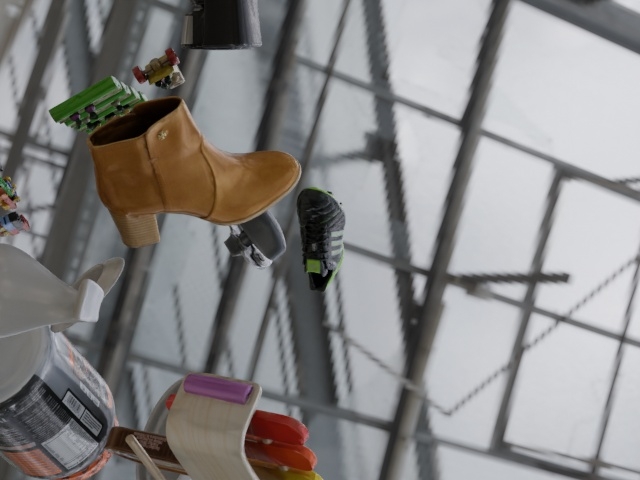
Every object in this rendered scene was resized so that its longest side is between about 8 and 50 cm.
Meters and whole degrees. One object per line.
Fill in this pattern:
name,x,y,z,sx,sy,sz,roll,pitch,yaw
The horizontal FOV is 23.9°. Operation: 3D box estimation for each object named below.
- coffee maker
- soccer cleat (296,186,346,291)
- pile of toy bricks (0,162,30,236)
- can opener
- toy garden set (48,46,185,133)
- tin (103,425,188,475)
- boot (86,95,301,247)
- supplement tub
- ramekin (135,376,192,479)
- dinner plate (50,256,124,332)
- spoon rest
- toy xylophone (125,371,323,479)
coffee maker,-0.139,-0.382,2.321,0.171,0.120,0.178,3,-80,40
soccer cleat,0.000,0.000,1.924,0.179,0.060,0.072,79,24,-55
pile of toy bricks,-0.561,-0.070,2.464,0.212,0.105,0.118,68,0,-66
can opener,-0.144,-0.081,2.352,0.095,0.076,0.283,-38,-106,23
toy garden set,-0.291,-0.217,2.335,0.204,0.049,0.244,-28,177,5
tin,-0.197,0.280,1.975,0.190,0.106,0.040,7,-112,32
boot,-0.168,-0.116,2.085,0.104,0.295,0.211,54,-20,41
supplement tub,-0.459,0.251,2.416,0.207,0.338,0.207,-8,-122,13
ramekin,-0.198,0.333,2.430,0.207,0.109,0.207,-40,-144,37
dinner plate,-0.329,0.071,2.106,0.141,0.017,0.141,-39,-160,17
spoon rest,-0.398,0.076,2.050,0.276,0.084,0.137,7,-104,35
toy xylophone,-0.098,0.285,1.819,0.236,0.322,0.081,12,-128,30
